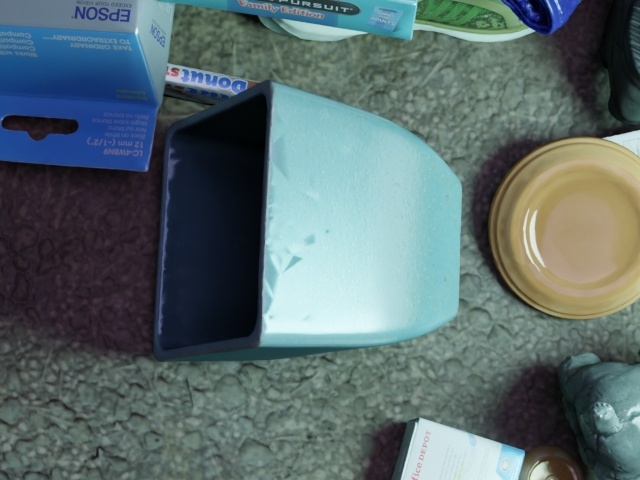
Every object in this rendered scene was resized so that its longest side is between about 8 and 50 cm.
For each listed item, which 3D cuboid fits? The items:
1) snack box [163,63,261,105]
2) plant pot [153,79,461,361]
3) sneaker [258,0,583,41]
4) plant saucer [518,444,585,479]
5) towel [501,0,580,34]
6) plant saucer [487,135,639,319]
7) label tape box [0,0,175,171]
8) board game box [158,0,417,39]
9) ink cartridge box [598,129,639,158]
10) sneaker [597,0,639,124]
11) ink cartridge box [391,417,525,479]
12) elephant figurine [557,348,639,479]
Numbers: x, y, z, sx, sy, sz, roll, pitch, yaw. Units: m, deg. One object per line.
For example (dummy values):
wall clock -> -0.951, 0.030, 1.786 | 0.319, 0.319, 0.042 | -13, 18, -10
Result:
snack box -> -0.124, -0.161, 1.717 | 0.178, 0.064, 0.022 | 11, 79, -9
plant pot -> 0.000, 0.000, 1.636 | 0.252, 0.248, 0.247 | 7, 80, -29
sneaker -> 0.136, -0.299, 1.731 | 0.410, 0.182, 0.158 | -9, 83, -13
plant saucer -> 0.246, 0.260, 1.752 | 0.083, 0.015, 0.083 | 2, 81, -11
towel -> 0.251, -0.386, 1.701 | 0.308, 0.076, 0.228 | -47, 122, -32
plant saucer -> 0.281, -0.012, 1.760 | 0.200, 0.037, 0.200 | 0, 96, -1
label tape box -> -0.277, -0.256, 1.641 | 0.249, 0.115, 0.348 | 5, 78, 11
board game box -> -0.009, -0.380, 1.611 | 0.253, 0.079, 0.336 | 9, 70, 2
ink cartridge box -> 0.416, -0.050, 1.798 | 0.224, 0.056, 0.181 | -12, 100, 9
sneaker -> 0.356, -0.253, 1.810 | 0.109, 0.130, 0.286 | 20, 56, -6
ink cartridge box -> 0.140, 0.245, 1.714 | 0.122, 0.052, 0.089 | 19, 78, -9
elephant figurine -> 0.380, 0.156, 1.706 | 0.239, 0.186, 0.169 | -19, 120, -2
